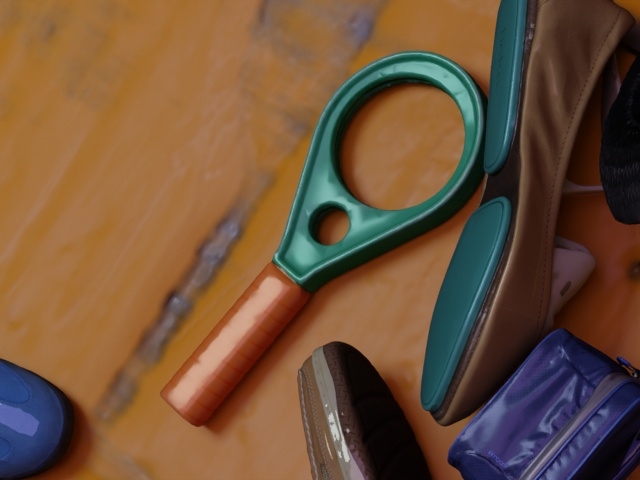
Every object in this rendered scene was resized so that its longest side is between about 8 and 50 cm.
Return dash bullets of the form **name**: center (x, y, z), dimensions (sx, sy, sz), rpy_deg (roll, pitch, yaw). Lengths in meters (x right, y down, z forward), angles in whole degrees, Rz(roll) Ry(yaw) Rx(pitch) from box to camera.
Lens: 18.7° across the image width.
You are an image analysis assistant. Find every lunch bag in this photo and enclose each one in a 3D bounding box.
- **lunch bag**: center (0.117, 0.093, 0.905), dimensions (0.065, 0.067, 0.098), rpy_deg (42, 92, 26)

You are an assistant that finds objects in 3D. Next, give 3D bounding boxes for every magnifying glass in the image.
- **magnifying glass**: center (0.000, 0.000, 1.005), dimensions (0.092, 0.026, 0.231), rpy_deg (41, 94, 27)

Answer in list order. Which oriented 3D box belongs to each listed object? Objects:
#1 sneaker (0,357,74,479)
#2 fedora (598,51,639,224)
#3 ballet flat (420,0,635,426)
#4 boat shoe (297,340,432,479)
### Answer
- **sneaker**: center (-0.234, 0.077, 1.051), dimensions (0.209, 0.082, 0.069), rpy_deg (18, 81, 25)
- **fedora**: center (0.272, -0.106, 0.822), dimensions (0.152, 0.334, 0.334), rpy_deg (37, 92, -6)
- **ballet flat**: center (0.107, -0.018, 0.940), dimensions (0.073, 0.080, 0.232), rpy_deg (15, 81, -11)
- **boat shoe**: center (0.018, 0.144, 0.937), dimensions (0.072, 0.068, 0.190), rpy_deg (-30, 66, 25)
